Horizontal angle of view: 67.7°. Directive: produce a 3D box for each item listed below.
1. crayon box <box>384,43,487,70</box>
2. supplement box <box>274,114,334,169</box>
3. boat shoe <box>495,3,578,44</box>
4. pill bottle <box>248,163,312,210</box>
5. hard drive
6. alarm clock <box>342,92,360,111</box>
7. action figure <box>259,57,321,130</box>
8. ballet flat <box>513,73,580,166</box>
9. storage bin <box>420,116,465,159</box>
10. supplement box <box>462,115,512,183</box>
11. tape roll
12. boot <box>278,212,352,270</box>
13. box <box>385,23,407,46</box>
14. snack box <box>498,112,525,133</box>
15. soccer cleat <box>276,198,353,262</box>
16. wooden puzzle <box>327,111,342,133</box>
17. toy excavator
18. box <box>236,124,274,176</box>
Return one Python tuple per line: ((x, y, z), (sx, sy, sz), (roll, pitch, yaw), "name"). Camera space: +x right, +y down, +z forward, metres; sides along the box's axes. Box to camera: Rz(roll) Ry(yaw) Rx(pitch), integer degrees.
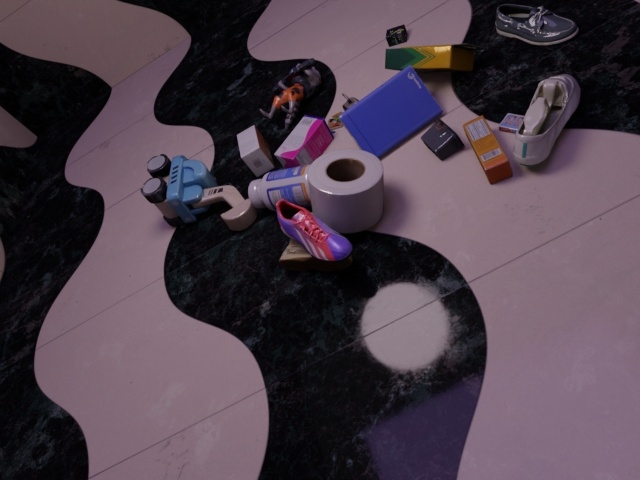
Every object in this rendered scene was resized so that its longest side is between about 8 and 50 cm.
((0.432, -0.682, 1.795), (0.323, 0.083, 0.203), (14, 21, 38), "crayon box")
((-0.064, -0.381, 1.914), (0.111, 0.114, 0.220), (23, 69, 39), "supplement box")
((0.779, -0.800, 1.745), (0.116, 0.099, 0.319), (-46, 47, -8), "boat shoe")
((-0.127, -0.190, 1.779), (0.272, 0.152, 0.152), (-6, 54, 27), "pill bottle")
((0.255, -0.462, 1.750), (0.318, 0.040, 0.210), (-35, 90, 2), "hard drive")
((0.138, -0.502, 1.831), (0.064, 0.192, 0.129), (-46, 47, 6), "alarm clock")
((-0.122, -0.665, 2.175), (0.330, 0.178, 0.341), (-50, 20, -20), "action figure")
((0.689, -0.403, 1.445), (0.139, 0.139, 0.400), (15, 62, 37), "ballet flat")
((0.409, -0.345, 1.629), (0.091, 0.098, 0.135), (-41, 45, 11), "storage bin")
((0.531, -0.293, 1.522), (0.080, 0.078, 0.233), (-22, 47, 19), "supplement box")
((0.088, -0.166, 1.573), (0.246, 0.169, 0.246), (-4, 45, 4), "tape roll")
((0.000, 0.000, 1.604), (0.262, 0.095, 0.203), (-4, 53, 31), "boot")
((0.339, -0.911, 2.121), (0.083, 0.052, 0.062), (-7, 54, 27), "box")
((0.670, -0.367, 1.533), (0.178, 0.022, 0.064), (27, 72, 41), "snack box")
((-0.030, -0.031, 1.497), (0.108, 0.116, 0.318), (-42, 47, -17), "soccer cleat")
((0.061, -0.493, 1.993), (0.078, 0.014, 0.116), (-17, 50, 19), "wooden puzzle")
((-0.489, -0.198, 1.978), (0.445, 0.222, 0.433), (-15, 51, 9), "toy excavator")
((-0.275, -0.380, 2.024), (0.091, 0.130, 0.170), (-27, 48, 11), "box")
